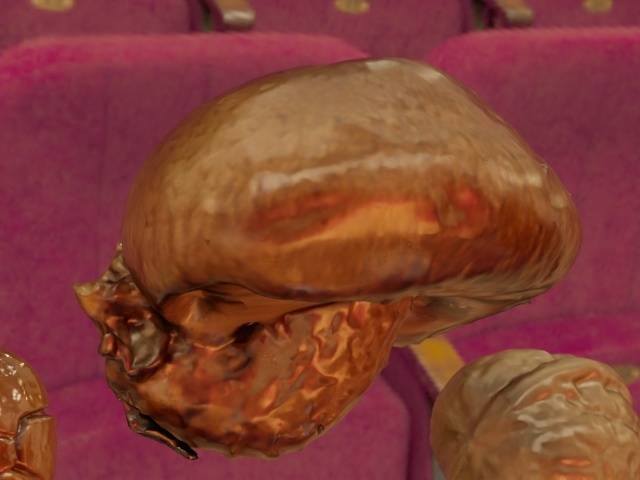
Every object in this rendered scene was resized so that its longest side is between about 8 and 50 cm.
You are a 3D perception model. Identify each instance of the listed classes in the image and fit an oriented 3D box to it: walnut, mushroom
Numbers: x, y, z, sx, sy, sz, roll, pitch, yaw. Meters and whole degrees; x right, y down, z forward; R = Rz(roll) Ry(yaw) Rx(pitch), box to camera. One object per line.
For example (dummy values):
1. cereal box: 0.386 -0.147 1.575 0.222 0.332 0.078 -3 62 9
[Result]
1. walnut: -0.388 0.237 1.422 0.203 0.203 0.297 5 76 -14
2. walnut: 0.242 0.238 1.446 0.248 0.248 0.248 10 34 -7
3. mushroom: -0.005 0.003 0.742 0.283 0.263 0.195 -31 84 -11
